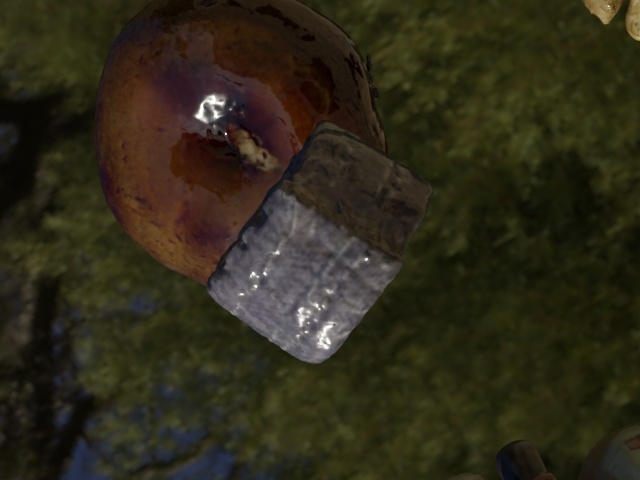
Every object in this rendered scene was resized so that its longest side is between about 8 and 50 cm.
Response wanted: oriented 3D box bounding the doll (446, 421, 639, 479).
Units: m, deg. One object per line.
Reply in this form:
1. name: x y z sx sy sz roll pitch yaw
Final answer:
1. doll: 0.265 0.267 1.576 0.235 0.330 0.174 -144 37 -67

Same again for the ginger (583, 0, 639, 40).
1. ginger: 0.262 -0.247 1.506 0.052 0.176 0.193 -6 -133 -13

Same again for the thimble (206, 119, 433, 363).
1. thimble: -0.001 0.002 1.175 0.098 0.150 0.150 35 -151 -4

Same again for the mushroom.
1. mushroom: -0.063 -0.078 1.490 0.267 0.267 0.254 65 -177 12
